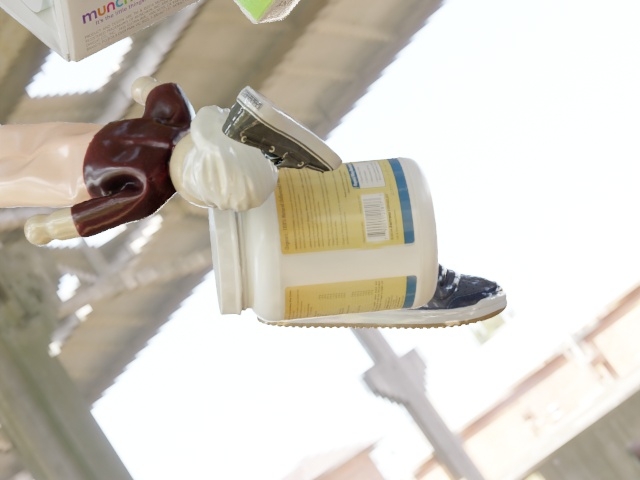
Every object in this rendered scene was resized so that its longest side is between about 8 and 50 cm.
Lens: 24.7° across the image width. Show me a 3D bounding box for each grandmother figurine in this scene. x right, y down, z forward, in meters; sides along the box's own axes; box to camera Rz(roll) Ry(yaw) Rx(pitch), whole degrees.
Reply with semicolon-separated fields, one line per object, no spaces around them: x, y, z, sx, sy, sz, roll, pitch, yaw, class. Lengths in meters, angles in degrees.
-0.185;-0.069;1.315;0.104;0.342;0.208;50;-128;-46;grandmother figurine

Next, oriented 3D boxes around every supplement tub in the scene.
0.000;0.000;1.361;0.199;0.144;0.144;-5;-20;-7;supplement tub

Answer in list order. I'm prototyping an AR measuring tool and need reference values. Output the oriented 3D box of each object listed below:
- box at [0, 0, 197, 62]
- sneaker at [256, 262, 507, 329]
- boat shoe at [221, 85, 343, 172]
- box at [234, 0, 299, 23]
-0.075;-0.262;0.784;0.262;0.127;0.231;-33;-39;-26;box
0.068;0.017;1.630;0.282;0.153;0.099;-1;7;2;sneaker
-0.031;-0.079;1.144;0.040;0.049;0.142;-51;-33;6;boat shoe
-0.017;-0.342;0.984;0.322;0.232;0.058;-48;-10;23;box
